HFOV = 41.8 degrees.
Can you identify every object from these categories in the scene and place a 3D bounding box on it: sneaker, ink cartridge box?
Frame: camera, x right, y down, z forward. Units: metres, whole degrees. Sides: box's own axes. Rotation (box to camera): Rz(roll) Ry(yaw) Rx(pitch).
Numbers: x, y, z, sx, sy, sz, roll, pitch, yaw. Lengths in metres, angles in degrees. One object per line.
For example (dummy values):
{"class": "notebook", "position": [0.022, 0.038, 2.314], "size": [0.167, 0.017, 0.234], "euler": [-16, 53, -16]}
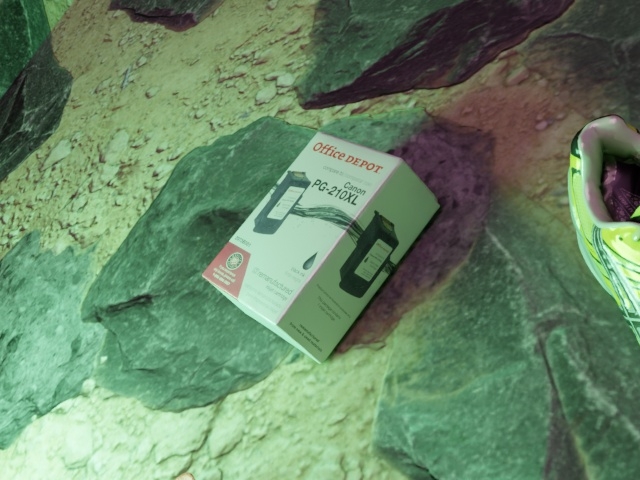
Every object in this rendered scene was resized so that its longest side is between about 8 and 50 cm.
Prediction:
{"class": "sneaker", "position": [0.295, 0.045, 0.661], "size": [0.145, 0.147, 0.385], "euler": [-35, 40, 8]}
{"class": "ink cartridge box", "position": [0.000, 0.000, 0.997], "size": [0.237, 0.100, 0.172], "euler": [-52, 40, -10]}

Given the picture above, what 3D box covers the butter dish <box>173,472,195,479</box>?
{"class": "butter dish", "position": [-0.200, 0.323, 0.866], "size": [0.160, 0.118, 0.160], "euler": [-40, 39, 5]}
